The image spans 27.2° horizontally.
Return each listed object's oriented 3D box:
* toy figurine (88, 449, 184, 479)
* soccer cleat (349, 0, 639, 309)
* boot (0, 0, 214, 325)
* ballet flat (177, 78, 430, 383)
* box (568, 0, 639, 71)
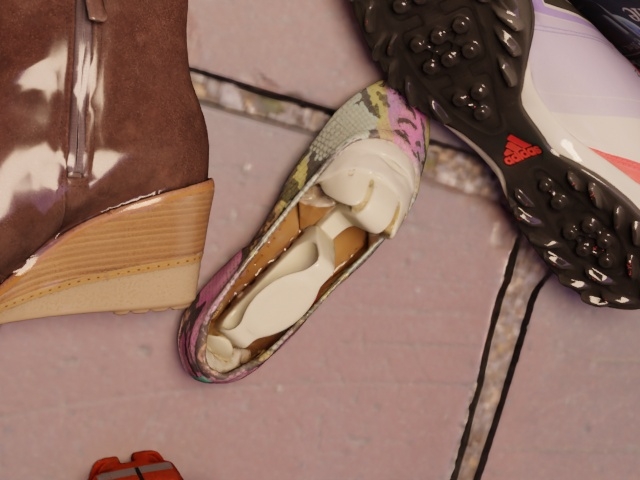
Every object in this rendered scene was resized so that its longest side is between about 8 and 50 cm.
[{"bbox_3d":[-0.086,0.250,0.763,0.213,0.148,0.209,40,86,-20],"label":"toy figurine"},{"bbox_3d":[0.127,-0.103,0.797,0.318,0.109,0.116,50,47,-19],"label":"soccer cleat"},{"bbox_3d":[-0.181,-0.057,0.719,0.248,0.090,0.206,-5,96,-21],"label":"boot"},{"bbox_3d":[0.000,0.000,0.781,0.077,0.079,0.221,41,86,-19],"label":"ballet flat"},{"bbox_3d":[0.306,-0.165,0.736,0.395,0.293,0.212,35,89,-20],"label":"box"}]
